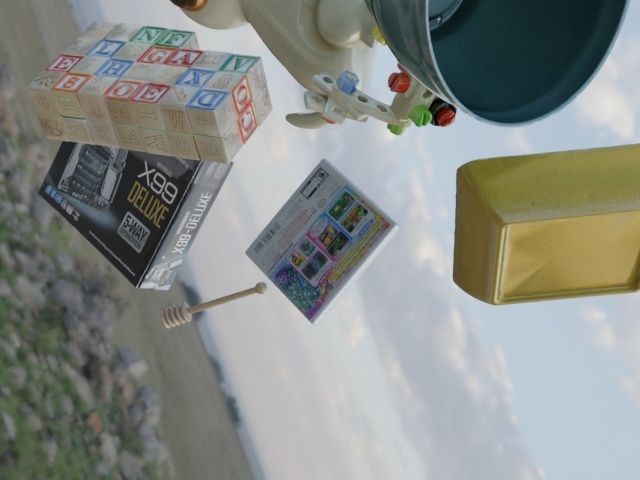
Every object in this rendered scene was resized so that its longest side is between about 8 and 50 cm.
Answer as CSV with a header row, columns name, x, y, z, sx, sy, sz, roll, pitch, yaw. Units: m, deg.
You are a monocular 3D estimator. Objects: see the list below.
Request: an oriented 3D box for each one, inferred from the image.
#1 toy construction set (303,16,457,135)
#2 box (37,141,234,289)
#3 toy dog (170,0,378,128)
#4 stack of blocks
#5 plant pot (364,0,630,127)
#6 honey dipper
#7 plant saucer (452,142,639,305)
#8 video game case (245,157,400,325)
name,x,y,z,sx,sy,sz,roll,pitch,yaw
toy construction set,0.118,-0.259,1.565,0.328,0.215,0.151,-48,-127,48
box,-0.308,-0.101,1.761,0.307,0.242,0.076,39,17,33
toy dog,-0.064,-0.436,1.911,0.284,0.407,0.395,-54,167,-60
stack of blocks,-0.219,-0.204,1.451,0.171,0.297,0.087,-57,147,-40
plant pot,0.165,-0.288,1.162,0.196,0.293,0.293,30,-36,49
honey dipper,-0.150,0.087,1.529,0.030,0.160,0.031,-19,90,-78
plant saucer,0.366,-0.003,1.583,0.333,0.332,0.081,81,5,-57
video game case,0.000,0.000,1.308,0.143,0.157,0.019,44,8,32
